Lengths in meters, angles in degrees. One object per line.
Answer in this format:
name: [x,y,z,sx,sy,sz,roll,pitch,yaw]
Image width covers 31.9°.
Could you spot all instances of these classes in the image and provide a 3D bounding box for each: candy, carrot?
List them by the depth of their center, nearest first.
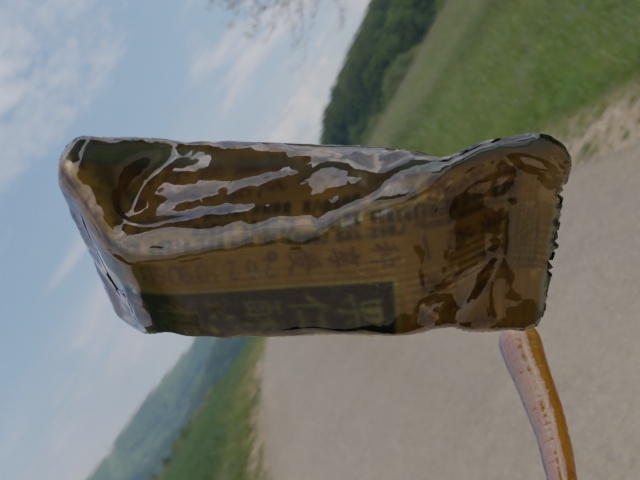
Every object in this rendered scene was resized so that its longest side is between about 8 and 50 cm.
candy: [0.000,0.000,0.625,0.101,0.271,0.143,-82,-12,-45]
carrot: [0.185,0.143,0.919,0.037,0.037,0.190,-58,30,37]
